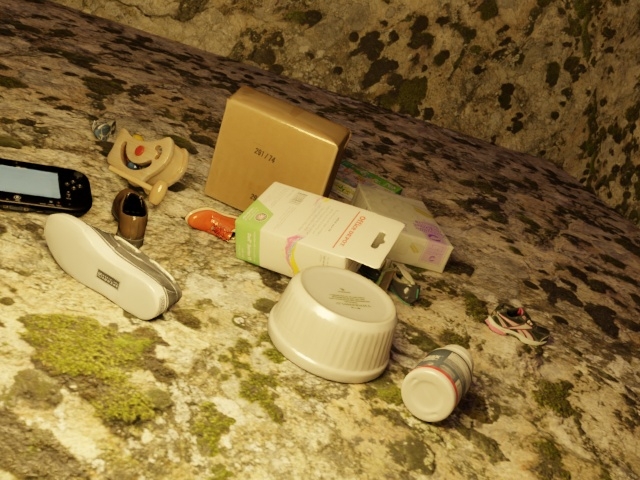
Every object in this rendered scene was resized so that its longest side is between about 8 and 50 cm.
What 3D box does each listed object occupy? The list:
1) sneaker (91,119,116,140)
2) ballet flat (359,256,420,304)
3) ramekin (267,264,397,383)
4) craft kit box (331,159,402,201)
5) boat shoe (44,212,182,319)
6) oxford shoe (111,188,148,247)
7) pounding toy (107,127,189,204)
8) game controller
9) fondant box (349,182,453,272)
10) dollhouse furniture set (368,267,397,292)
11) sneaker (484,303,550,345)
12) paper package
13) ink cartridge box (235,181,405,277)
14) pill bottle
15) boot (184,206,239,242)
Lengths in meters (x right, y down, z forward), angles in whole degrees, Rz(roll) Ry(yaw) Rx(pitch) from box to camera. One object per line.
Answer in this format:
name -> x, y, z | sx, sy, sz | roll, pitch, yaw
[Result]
sneaker -> -0.648, -0.326, 1.969 | 0.058, 0.052, 0.135 | 10, 16, -2
ballet flat -> 0.181, 0.087, 1.740 | 0.074, 0.074, 0.203 | -6, 35, -48
ramekin -> 0.034, 0.159, 1.383 | 0.273, 0.127, 0.273 | 18, 23, -8
craft kit box -> 0.132, -0.192, 2.331 | 0.247, 0.061, 0.250 | 31, 25, 16
boat shoe -> -0.400, 0.039, 1.302 | 0.301, 0.108, 0.102 | 31, 25, 14
oxford shoe -> -0.429, -0.075, 1.540 | 0.083, 0.096, 0.227 | 7, 25, -26
pounding toy -> -0.444, -0.214, 1.690 | 0.269, 0.154, 0.155 | 38, -1, 34
game controller -> -0.669, -0.123, 1.473 | 0.319, 0.067, 0.166 | 7, 27, -30
fondant box -> 0.237, -0.044, 2.042 | 0.238, 0.096, 0.330 | 15, 25, -16
dollhouse furniture set -> 0.116, 0.099, 1.650 | 0.058, 0.076, 0.152 | 34, 27, 31
sneaker -> 0.524, 0.216, 1.742 | 0.178, 0.077, 0.072 | 15, 25, -15
paper package -> -0.121, -0.212, 1.829 | 0.325, 0.309, 0.168 | 23, 27, 4
ink cartridge box -> 0.000, 0.000, 1.588 | 0.353, 0.119, 0.207 | 19, 39, 17
pill bottle -> 0.241, 0.275, 1.331 | 0.108, 0.108, 0.180 | 30, 24, 20
boot -> -0.254, -0.035, 1.653 | 0.158, 0.059, 0.084 | 9, 31, -29
